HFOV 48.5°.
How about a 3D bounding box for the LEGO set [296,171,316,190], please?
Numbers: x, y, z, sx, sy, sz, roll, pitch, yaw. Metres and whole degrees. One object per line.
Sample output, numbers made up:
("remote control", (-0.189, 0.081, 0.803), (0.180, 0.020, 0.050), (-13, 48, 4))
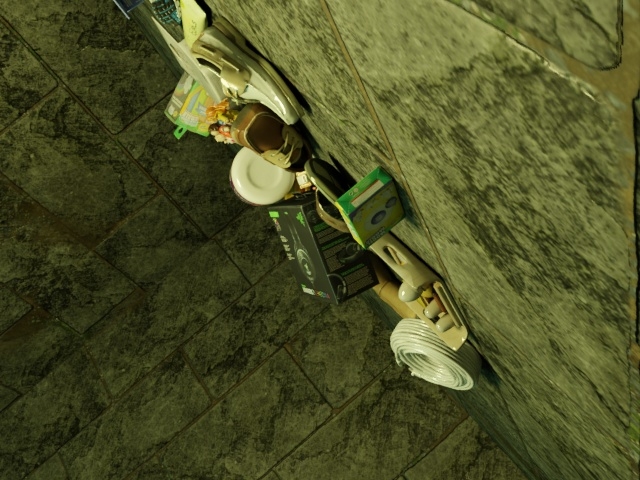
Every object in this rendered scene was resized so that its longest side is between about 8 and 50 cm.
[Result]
("LEGO set", (0.035, -0.079, 2.011), (0.287, 0.107, 0.132), (53, 143, 22))

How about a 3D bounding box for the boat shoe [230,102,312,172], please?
("boat shoe", (-0.092, -0.229, 1.618), (0.120, 0.122, 0.324), (38, -173, 16))

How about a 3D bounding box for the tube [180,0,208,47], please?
("tube", (-0.292, -0.511, 1.642), (0.070, 0.062, 0.240), (10, 174, -7))

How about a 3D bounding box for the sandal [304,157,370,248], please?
("sandal", (0.044, -0.066, 1.636), (0.302, 0.086, 0.120), (51, -161, -41))

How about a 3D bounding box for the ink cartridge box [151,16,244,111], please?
("ink cartridge box", (-0.358, -0.525, 2.120), (0.261, 0.066, 0.296), (49, 175, 15))

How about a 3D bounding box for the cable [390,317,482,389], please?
("cable", (0.307, 0.303, 1.887), (0.257, 0.089, 0.257), (20, 155, 31))

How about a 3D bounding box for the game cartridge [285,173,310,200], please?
("game cartridge", (-0.073, -0.072, 2.227), (0.324, 0.053, 0.285), (-153, 62, -82))

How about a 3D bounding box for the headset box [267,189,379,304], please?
("headset box", (0.000, 0.000, 1.838), (0.246, 0.131, 0.283), (7, 119, 66))

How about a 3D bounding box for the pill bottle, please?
("pill bottle", (-0.180, -0.195, 2.135), (0.181, 0.181, 0.323), (50, 175, -6))

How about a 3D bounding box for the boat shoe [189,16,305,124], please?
("boat shoe", (-0.152, -0.328, 1.454), (0.302, 0.103, 0.113), (48, 175, 25))

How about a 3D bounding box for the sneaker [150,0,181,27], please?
("sneaker", (-0.417, -0.637, 1.824), (0.190, 0.071, 0.083), (60, 180, -16))

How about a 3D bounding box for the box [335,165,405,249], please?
("box", (0.097, -0.051, 1.304), (0.043, 0.105, 0.179), (49, 176, 26))

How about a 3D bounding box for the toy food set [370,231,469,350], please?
("toy food set", (0.214, 0.118, 1.654), (0.220, 0.092, 0.306), (45, 173, 43))

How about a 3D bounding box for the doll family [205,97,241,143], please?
("doll family", (-0.263, -0.354, 2.118), (0.163, 0.118, 0.263), (10, 180, -2))

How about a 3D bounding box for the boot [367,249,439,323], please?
("boot", (0.214, 0.148, 2.034), (0.236, 0.089, 0.269), (40, -178, -36))

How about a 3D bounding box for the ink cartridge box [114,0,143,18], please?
("ink cartridge box", (-0.531, -0.709, 1.806), (0.185, 0.065, 0.311), (55, -169, -43))

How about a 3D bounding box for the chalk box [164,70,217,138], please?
("chalk box", (-0.427, -0.438, 2.384), (0.132, 0.213, 0.132), (19, -164, -36))
